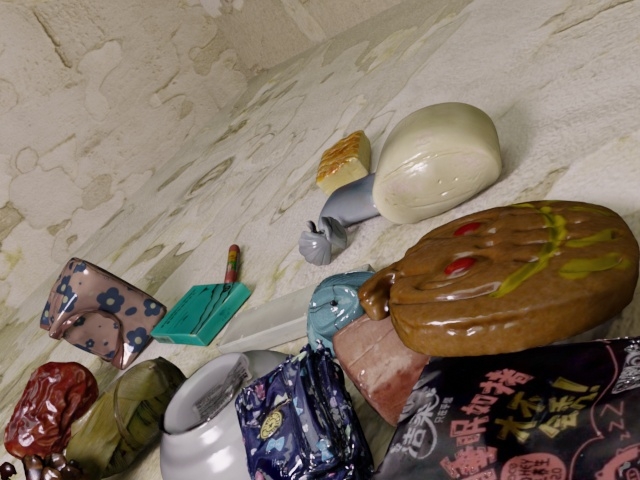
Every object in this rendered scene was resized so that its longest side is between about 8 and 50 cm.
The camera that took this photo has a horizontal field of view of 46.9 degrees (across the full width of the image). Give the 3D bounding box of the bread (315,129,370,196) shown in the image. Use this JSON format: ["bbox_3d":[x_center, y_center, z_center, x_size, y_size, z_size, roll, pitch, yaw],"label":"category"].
[{"bbox_3d":[0.057,-0.191,1.806,0.125,0.068,0.188,-29,23,21],"label":"bread"}]

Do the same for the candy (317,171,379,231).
[{"bbox_3d":[0.079,-0.085,1.555,0.174,0.071,0.138,-20,27,38],"label":"candy"}]

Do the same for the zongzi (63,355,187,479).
[{"bbox_3d":[-0.341,0.304,1.250,0.251,0.125,0.274,-46,-5,-11],"label":"zongzi"}]

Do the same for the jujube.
[{"bbox_3d":[-0.579,0.368,1.585,0.155,0.155,0.230,-18,39,41],"label":"jujube"}]

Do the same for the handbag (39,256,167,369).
[{"bbox_3d":[-0.515,0.176,1.738,0.193,0.251,0.190,-60,26,-10],"label":"handbag"}]

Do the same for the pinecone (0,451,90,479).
[{"bbox_3d":[-0.462,0.445,1.129,0.246,0.246,0.292,-24,15,32],"label":"pinecone"}]

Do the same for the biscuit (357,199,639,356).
[{"bbox_3d":[0.215,0.029,0.936,0.350,0.070,0.394,-13,16,11],"label":"biscuit"}]

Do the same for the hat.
[{"bbox_3d":[0.033,0.113,1.178,0.191,0.078,0.138,-22,57,32],"label":"hat"}]

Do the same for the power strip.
[{"bbox_3d":[-0.051,0.138,1.353,0.367,0.043,0.106,-23,26,33],"label":"power strip"}]

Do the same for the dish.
[{"bbox_3d":[-0.157,0.268,1.171,0.316,0.106,0.316,-32,22,14],"label":"dish"}]

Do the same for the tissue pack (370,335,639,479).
[{"bbox_3d":[0.223,0.199,0.707,0.332,0.123,0.245,-15,24,38],"label":"tissue pack"}]

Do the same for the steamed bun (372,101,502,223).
[{"bbox_3d":[0.206,-0.150,1.375,0.250,0.155,0.200,-29,23,30],"label":"steamed bun"}]

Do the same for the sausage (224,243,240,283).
[{"bbox_3d":[-0.211,0.061,1.773,0.029,0.029,0.223,-33,22,12],"label":"sausage"}]

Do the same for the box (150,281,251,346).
[{"bbox_3d":[-0.270,0.163,1.643,0.226,0.042,0.161,-8,37,52],"label":"box"}]

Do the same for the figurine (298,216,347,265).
[{"bbox_3d":[0.000,0.000,1.487,0.086,0.094,0.082,-34,9,27],"label":"figurine"}]

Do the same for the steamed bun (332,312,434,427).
[{"bbox_3d":[0.108,0.160,0.989,0.145,0.106,0.175,-33,35,-2],"label":"steamed bun"}]

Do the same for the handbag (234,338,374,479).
[{"bbox_3d":[-0.022,0.248,0.954,0.162,0.113,0.260,-34,35,9],"label":"handbag"}]
